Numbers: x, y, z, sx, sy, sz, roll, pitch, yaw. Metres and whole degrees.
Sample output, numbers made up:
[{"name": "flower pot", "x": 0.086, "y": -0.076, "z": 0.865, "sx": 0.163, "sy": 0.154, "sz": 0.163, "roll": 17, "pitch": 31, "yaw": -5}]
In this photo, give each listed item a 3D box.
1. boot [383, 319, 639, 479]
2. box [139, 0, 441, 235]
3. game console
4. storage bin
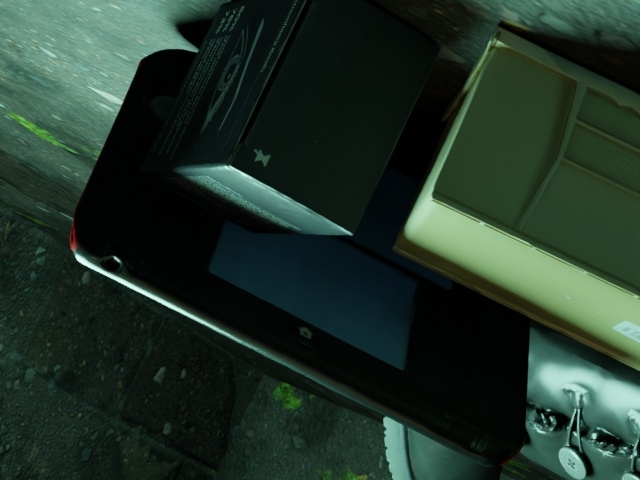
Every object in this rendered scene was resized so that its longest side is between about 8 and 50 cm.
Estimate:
[{"name": "boot", "x": 0.279, "y": 0.237, "z": 2.159, "sx": 0.445, "sy": 0.146, "sz": 0.367, "roll": 17, "pitch": 141, "yaw": 36}, {"name": "box", "x": -0.027, "y": -0.092, "z": 1.415, "sx": 0.108, "sy": 0.153, "sz": 0.207, "roll": 29, "pitch": 171, "yaw": -20}, {"name": "game console", "x": 0.000, "y": 0.000, "z": 1.596, "sx": 0.386, "sy": 0.060, "sz": 0.342, "roll": 27, "pitch": -153, "yaw": -9}, {"name": "storage bin", "x": 0.197, "y": -0.011, "z": 1.366, "sx": 0.260, "sy": 0.123, "sz": 0.262, "roll": 25, "pitch": 171, "yaw": 0}]
